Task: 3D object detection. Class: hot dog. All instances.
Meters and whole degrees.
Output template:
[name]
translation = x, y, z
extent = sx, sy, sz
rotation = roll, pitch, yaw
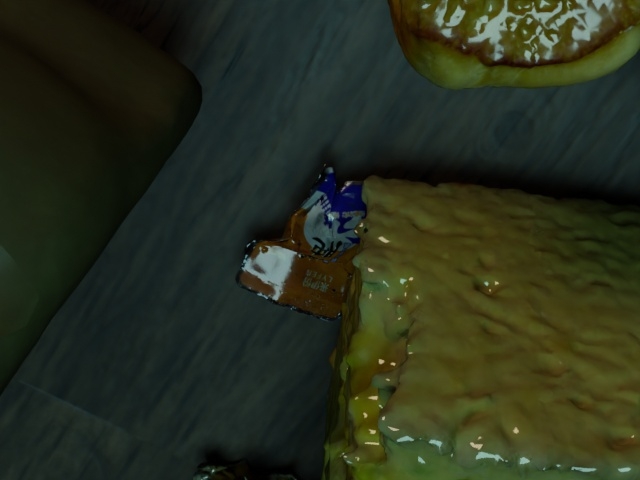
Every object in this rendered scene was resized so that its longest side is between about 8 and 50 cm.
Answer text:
[hot dog]
translation = 0.087, -0.207, 0.570
extent = 0.150, 0.153, 0.256
rotation = -6, 120, 3

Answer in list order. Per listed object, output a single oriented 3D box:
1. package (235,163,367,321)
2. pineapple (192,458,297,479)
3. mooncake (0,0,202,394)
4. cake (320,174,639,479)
[package]
translation = 0.000, -0.001, 0.765
extent = 0.077, 0.033, 0.110
rotation = 7, 130, -32
[pineapple]
translation = -0.043, 0.212, 0.880
extent = 0.137, 0.069, 0.116
rotation = 38, 122, -7
[mooncake]
translation = -0.237, 0.019, 0.607
extent = 0.201, 0.378, 0.378
rotation = 35, 116, -9
[cake]
translation = 0.105, 0.142, 0.730
extent = 0.228, 0.222, 0.286
rotation = 8, 129, -1
